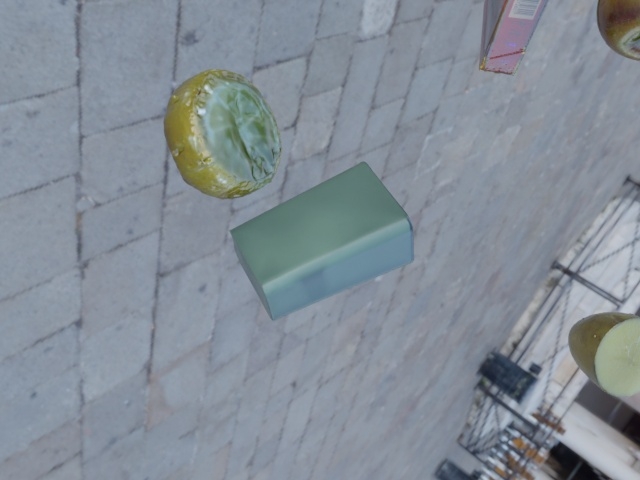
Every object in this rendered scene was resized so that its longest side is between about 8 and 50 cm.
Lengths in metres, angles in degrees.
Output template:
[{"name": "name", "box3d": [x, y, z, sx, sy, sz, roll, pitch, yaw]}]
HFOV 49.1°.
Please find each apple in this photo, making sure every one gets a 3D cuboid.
[{"name": "apple", "box3d": [0.510, -0.362, 1.069, 0.146, 0.163, 0.147, 66, 41, -63]}]

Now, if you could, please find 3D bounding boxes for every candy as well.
[{"name": "candy", "box3d": [-0.186, -0.206, 1.367, 0.260, 0.118, 0.260, 24, 59, -46]}]

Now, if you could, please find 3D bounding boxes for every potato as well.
[{"name": "potato", "box3d": [0.607, 0.222, 1.494, 0.203, 0.158, 0.178, 3, 104, -27]}]

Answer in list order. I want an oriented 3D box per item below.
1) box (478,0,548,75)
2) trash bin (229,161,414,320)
[{"name": "box", "box3d": [0.409, -0.515, 1.444, 0.313, 0.089, 0.197, 95, 3, -68]}, {"name": "trash bin", "box3d": [0.000, 0.000, 1.517, 0.343, 0.223, 0.158, -23, 143, -13]}]
